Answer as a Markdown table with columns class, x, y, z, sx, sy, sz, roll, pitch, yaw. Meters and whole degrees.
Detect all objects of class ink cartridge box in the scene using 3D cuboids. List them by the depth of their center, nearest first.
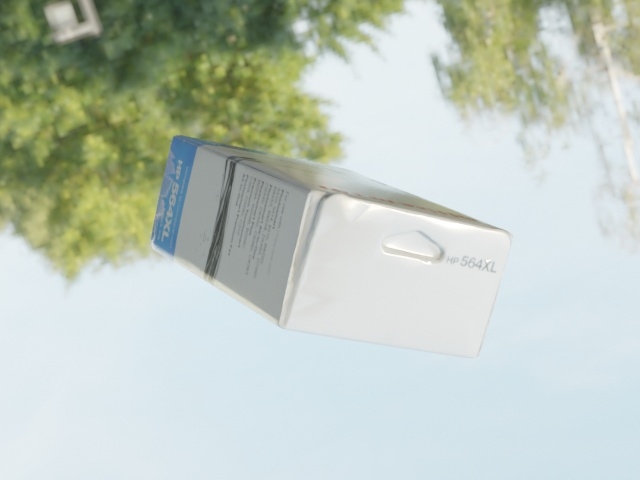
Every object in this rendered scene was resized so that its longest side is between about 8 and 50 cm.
| class | x | y | z | sx | sy | sz | roll | pitch | yaw |
| --- | --- | --- | --- | --- | --- | --- | --- | --- | --- |
| ink cartridge box | 0.000 | 0.000 | 0.865 | 0.148 | 0.086 | 0.203 | 11 | -172 | -30 |
